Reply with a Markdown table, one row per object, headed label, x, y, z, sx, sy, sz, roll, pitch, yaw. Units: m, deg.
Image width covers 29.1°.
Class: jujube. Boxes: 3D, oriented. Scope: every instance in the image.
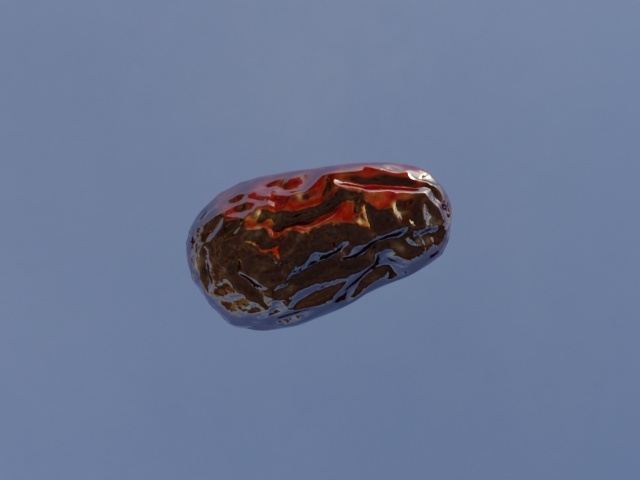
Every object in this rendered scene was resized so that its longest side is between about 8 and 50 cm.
| label | x | y | z | sx | sy | sz | roll | pitch | yaw |
| --- | --- | --- | --- | --- | --- | --- | --- | --- | --- |
| jujube | 0.000 | 0.000 | 0.592 | 0.129 | 0.077 | 0.077 | -14 | -93 | 2 |
